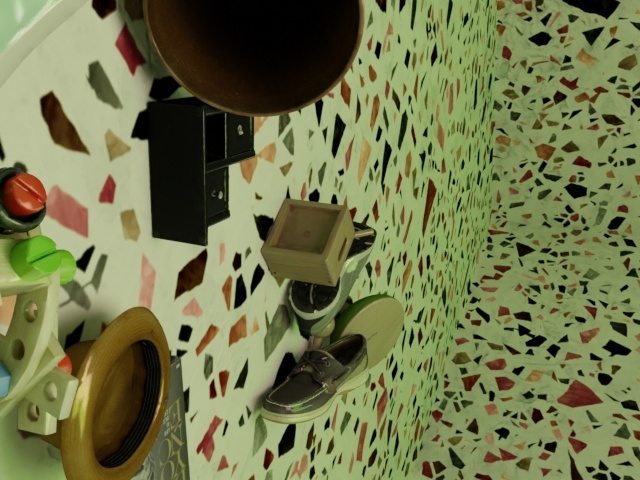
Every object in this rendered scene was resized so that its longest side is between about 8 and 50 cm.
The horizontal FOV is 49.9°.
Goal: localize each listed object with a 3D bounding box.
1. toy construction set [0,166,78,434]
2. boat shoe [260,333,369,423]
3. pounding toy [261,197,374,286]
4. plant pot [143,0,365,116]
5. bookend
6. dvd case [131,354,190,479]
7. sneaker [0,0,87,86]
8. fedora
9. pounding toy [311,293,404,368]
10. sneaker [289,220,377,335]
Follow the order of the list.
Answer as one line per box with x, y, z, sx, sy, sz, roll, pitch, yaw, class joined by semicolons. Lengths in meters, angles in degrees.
-0.258;0.063;0.444;0.328;0.151;0.215;17;57;-76;toy construction set
-0.004;0.233;1.200;0.285;0.103;0.092;-15;111;-53;boat shoe
0.000;0.000;1.109;0.100;0.130;0.141;72;34;-50;pounding toy
-0.064;-0.287;0.758;0.230;0.215;0.215;-90;173;-51;plant pot
-0.129;-0.091;0.824;0.156;0.072;0.157;-33;129;-63;bookend
-0.211;0.274;0.829;0.164;0.018;0.221;-39;134;-61;dvd case
-0.239;-0.213;0.467;0.151;0.094;0.256;66;37;-49;sneaker
-0.219;0.154;0.679;0.194;0.079;0.194;4;90;-76;fedora
0.047;0.173;1.376;0.237;0.110;0.183;-13;126;-36;pounding toy
0.021;0.060;1.257;0.271;0.100;0.108;-55;158;-40;sneaker
